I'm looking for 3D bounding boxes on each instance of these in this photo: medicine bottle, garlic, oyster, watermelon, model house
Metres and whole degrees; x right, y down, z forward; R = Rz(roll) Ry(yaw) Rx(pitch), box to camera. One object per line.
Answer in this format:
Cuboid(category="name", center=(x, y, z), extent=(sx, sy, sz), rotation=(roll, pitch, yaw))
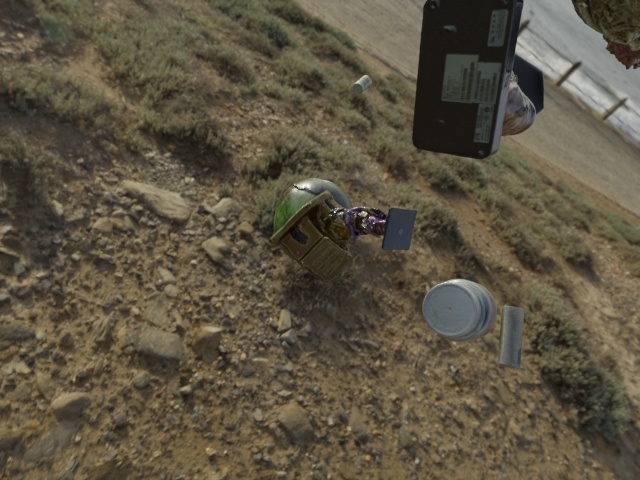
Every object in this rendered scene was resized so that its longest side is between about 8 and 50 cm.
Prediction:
Cuboid(category="medicine bottle", center=(0.540, 0.271, 1.777), extent=(0.306, 0.245, 0.245), rotation=(17, 41, -58))
Cuboid(category="garlic", center=(0.459, -0.380, 1.233), extent=(0.245, 0.160, 0.245), rotation=(33, 41, -34))
Cuboid(category="medicine bottle", center=(0.160, -0.598, 1.755), extent=(0.047, 0.047, 0.083), rotation=(41, 50, -2))
Cuboid(category="oyster", center=(0.514, -0.436, 0.756), extent=(0.198, 0.112, 0.268), rotation=(33, -5, 16))
Cuboid(category="watermelon", center=(-0.027, -0.075, 1.908), extent=(0.363, 0.363, 0.363), rotation=(23, 42, -23))
Cuboid(category="model house", center=(0.007, -0.008, 1.494), extent=(0.239, 0.268, 0.173), rotation=(44, -6, 6))

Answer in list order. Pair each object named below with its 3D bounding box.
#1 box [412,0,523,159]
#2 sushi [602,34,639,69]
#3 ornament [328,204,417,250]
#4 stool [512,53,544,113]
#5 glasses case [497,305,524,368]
Cuboid(category="box", center=(0.324, -0.373, 1.048), extent=(0.211, 0.350, 0.058), rotation=(17, 29, 35))
Cuboid(category="sushi", center=(0.974, -0.654, 1.323), extent=(0.171, 0.270, 0.236), rotation=(55, -3, 13))
Cuboid(category="ornament", center=(0.093, -0.030, 0.944), extent=(0.088, 0.203, 0.081), rotation=(3, 94, -43))
Cuboid(category="stool", center=(0.590, -0.465, 1.466), extent=(0.232, 0.141, 0.232), rotation=(1, 85, -9))
Cuboid(category="glasses case", center=(0.656, 0.331, 1.570), extent=(0.070, 0.047, 0.205), rotation=(9, 68, 13))
